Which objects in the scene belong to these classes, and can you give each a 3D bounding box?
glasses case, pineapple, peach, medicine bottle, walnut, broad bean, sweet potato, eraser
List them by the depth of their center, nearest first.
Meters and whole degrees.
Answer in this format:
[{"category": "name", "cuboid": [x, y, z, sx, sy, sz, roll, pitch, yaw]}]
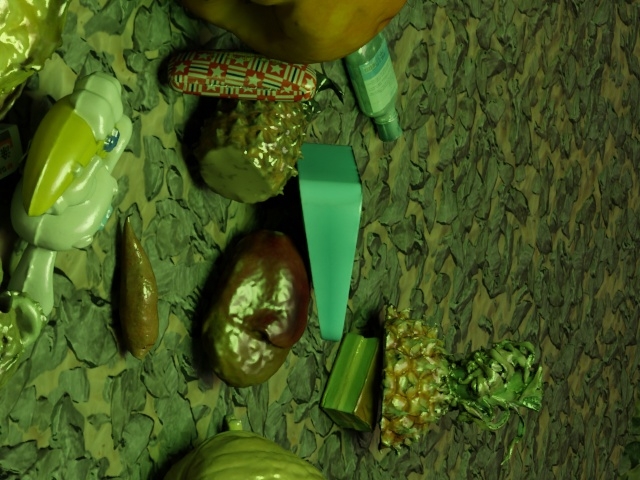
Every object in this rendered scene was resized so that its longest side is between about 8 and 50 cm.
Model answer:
[{"category": "eraser", "cuboid": [-0.377, -0.085, 1.586, 0.122, 0.029, 0.052, -38, 130, -50]}, {"category": "peach", "cuboid": [-0.033, -0.399, 1.811, 0.301, 0.343, 0.343, -62, 145, -14]}, {"category": "sweet potato", "cuboid": [-0.234, 0.059, 1.843, 0.056, 0.056, 0.194, -16, 106, -58]}, {"category": "glasses case", "cuboid": [-0.102, -0.221, 1.887, 0.073, 0.195, 0.049, -92, -173, -52]}, {"category": "walnut", "cuboid": [-0.094, 0.374, 1.965, 0.261, 0.225, 0.225, 26, 72, -35]}, {"category": "pineapple", "cuboid": [-0.057, -0.196, 2.002, 0.141, 0.170, 0.310, 103, 8, -56]}, {"category": "broad bean", "cuboid": [-0.088, 0.096, 2.032, 0.156, 0.122, 0.228, 53, 48, -51]}, {"category": "medicine bottle", "cuboid": [0.089, -0.252, 2.337, 0.090, 0.054, 0.208, -60, 144, -38]}, {"category": "pineapple", "cuboid": [0.237, 0.236, 2.400, 0.262, 0.272, 0.262, 3, 90, -85]}]

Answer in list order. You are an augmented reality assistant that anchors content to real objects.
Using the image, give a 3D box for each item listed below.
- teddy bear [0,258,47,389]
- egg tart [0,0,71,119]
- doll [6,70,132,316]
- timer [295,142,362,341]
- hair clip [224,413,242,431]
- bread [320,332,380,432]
[{"category": "teddy bear", "cuboid": [-0.401, 0.097, 1.460, 0.267, 0.156, 0.256, -38, 141, 2]}, {"category": "egg tart", "cuboid": [-0.367, -0.269, 1.473, 0.345, 0.132, 0.345, -15, 108, -56]}, {"category": "doll", "cuboid": [-0.286, -0.061, 1.643, 0.237, 0.111, 0.252, 113, -4, -59]}, {"category": "timer", "cuboid": [0.000, 0.000, 2.128, 0.232, 0.091, 0.250, -102, -165, -68]}, {"category": "hair clip", "cuboid": [-0.117, 0.355, 2.096, 0.056, 0.062, 0.213, -130, -145, -72]}, {"category": "bread", "cuboid": [0.063, 0.232, 2.368, 0.084, 0.074, 0.139, 50, 51, -51]}]
